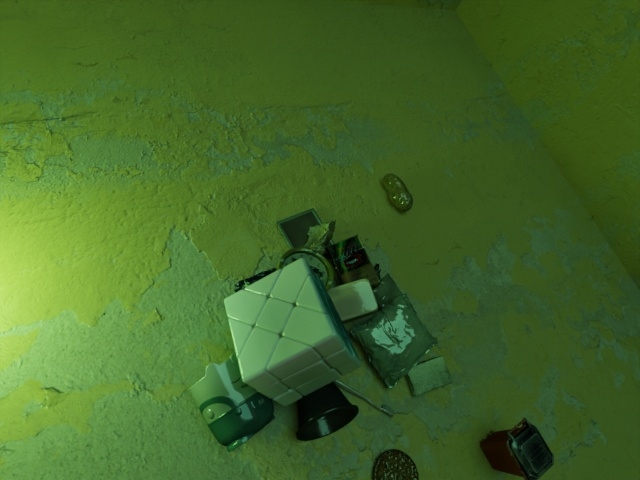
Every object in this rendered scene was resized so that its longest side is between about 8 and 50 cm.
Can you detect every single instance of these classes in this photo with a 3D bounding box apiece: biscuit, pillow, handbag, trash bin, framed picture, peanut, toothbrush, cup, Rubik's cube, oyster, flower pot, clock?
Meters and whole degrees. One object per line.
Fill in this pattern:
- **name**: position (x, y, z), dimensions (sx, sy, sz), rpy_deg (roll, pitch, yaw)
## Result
- **biscuit**: position (0.277, 0.872, 1.488), dimensions (0.187, 0.027, 0.188), rpy_deg (10, 60, -17)
- **pillow**: position (0.316, 0.274, 1.781), dimensions (0.148, 0.050, 0.230), rpy_deg (-39, 99, -24)
- **handbag**: position (-0.215, 0.204, 1.597), dimensions (0.260, 0.113, 0.162), rpy_deg (-20, 68, -33)
- **trash bin**: position (0.747, 0.808, 1.579), dimensions (0.161, 0.239, 0.185), rpy_deg (-21, 75, -26)
- **framed picture**: position (-0.051, -0.003, 1.826), dimensions (0.216, 0.017, 0.275), rpy_deg (-21, 73, -28)
- **peanut**: position (0.395, -0.250, 2.082), dimensions (0.108, 0.095, 0.226), rpy_deg (-16, 70, -24)
- **toothbrush**: position (0.157, 0.603, 1.584), dimensions (0.306, 0.025, 0.030), rpy_deg (31, 49, -4)
- **cup**: position (-0.271, 0.520, 1.367), dimensions (0.258, 0.219, 0.289), rpy_deg (57, 27, 12)
- **pillow**: position (0.307, 0.397, 1.663), dimensions (0.309, 0.138, 0.284), rpy_deg (-36, 87, -17)
- **Rubik's cube**: position (-0.092, 0.312, 1.363), dimensions (0.318, 0.316, 0.322), rpy_deg (-28, 49, 2)
- **oyster**: position (-0.011, 0.009, 1.759), dimensions (0.107, 0.161, 0.233), rpy_deg (43, 63, -15)
- **biscuit**: position (0.452, 0.569, 1.708), dimensions (0.199, 0.041, 0.122), rpy_deg (-8, 70, -23)
- **flower pot**: position (0.003, 0.585, 1.440), dimensions (0.234, 0.236, 0.148), rpy_deg (-7, 48, -24)
- **clock**: position (-0.063, 0.133, 1.620), dimensions (0.236, 0.057, 0.237), rpy_deg (12, 50, -14)

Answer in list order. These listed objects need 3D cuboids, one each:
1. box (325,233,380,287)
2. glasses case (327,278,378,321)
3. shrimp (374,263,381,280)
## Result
- **box**: position (0.140, 0.111, 1.750), dimensions (0.159, 0.071, 0.240), rpy_deg (-24, 67, 1)
- **glasses case**: position (0.053, 0.267, 1.617), dimensions (0.335, 0.076, 0.144), rpy_deg (-16, 70, -2)
- **shrimp**: position (0.202, 0.183, 1.810), dimensions (0.152, 0.046, 0.220), rpy_deg (26, 58, -10)
